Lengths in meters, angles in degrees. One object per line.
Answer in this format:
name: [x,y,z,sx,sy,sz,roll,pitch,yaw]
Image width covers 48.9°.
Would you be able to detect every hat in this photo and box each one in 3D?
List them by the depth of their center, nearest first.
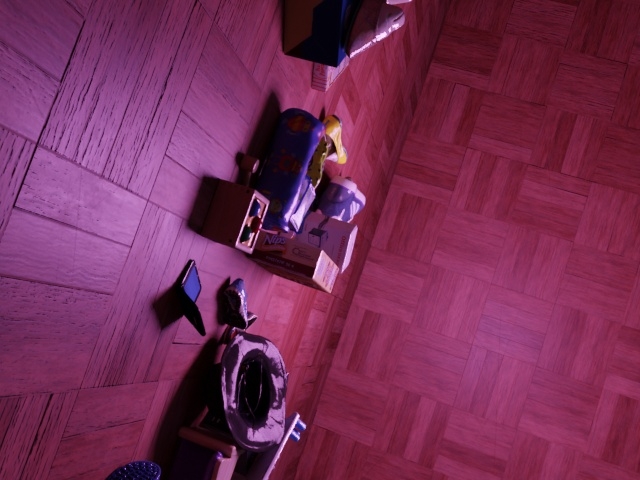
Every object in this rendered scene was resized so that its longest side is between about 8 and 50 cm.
hat: [-0.211,0.395,1.811,0.331,0.133,0.331,42,41,-53]

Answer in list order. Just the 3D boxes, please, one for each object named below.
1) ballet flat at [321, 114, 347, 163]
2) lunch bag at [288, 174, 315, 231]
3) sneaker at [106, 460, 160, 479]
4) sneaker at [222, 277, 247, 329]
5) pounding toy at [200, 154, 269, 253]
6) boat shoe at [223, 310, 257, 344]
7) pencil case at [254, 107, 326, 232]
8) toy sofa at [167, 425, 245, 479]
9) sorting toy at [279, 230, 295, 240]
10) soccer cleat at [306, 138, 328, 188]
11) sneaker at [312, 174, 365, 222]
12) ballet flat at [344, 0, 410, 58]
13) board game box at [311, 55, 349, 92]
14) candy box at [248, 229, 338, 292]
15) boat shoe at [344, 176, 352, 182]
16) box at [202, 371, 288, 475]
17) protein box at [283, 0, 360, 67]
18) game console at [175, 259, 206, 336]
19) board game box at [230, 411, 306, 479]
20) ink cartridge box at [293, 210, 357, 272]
ballet flat: [0.030,-0.295,2.161,0.077,0.077,0.231,-46,156,-17]
lunch bag: [-0.084,-0.117,1.842,0.129,0.096,0.151,-64,151,-25]
sneaker: [-0.399,0.520,1.370,0.232,0.081,0.091,-30,139,-63]
sneaker: [-0.202,0.160,1.763,0.162,0.063,0.073,96,14,-44]
pounding toy: [-0.158,-0.081,1.540,0.181,0.094,0.206,39,70,-77]
boat shoe: [-0.213,0.232,1.859,0.137,0.043,0.049,-53,159,-54]
pencil case: [-0.086,-0.166,1.692,0.133,0.119,0.306,144,-33,-75]
toy sofa: [-0.324,0.643,1.691,0.177,0.150,0.363,33,75,-74]
sorting toy: [-0.091,-0.019,2.052,0.075,0.044,0.083,80,29,-77]
soccer cleat: [-0.019,-0.211,2.073,0.072,0.060,0.179,111,-1,-77]
sneaker: [0.048,-0.078,2.410,0.323,0.130,0.236,48,65,-78]
ballet flat: [0.148,-0.537,1.579,0.107,0.106,0.316,70,39,-69]
board game box: [0.036,-0.512,1.914,0.193,0.045,0.147,-58,162,-48]
candy box: [-0.066,0.063,1.940,0.316,0.182,0.088,52,57,-75]
boat shoe: [0.085,-0.177,2.594,0.049,0.056,0.152,-65,176,-52]
box: [-0.211,0.491,1.986,0.270,0.143,0.165,-57,161,-49]
protein box: [0.019,-0.537,1.586,0.200,0.135,0.201,95,18,-45]
game console: [-0.254,0.121,1.464,0.071,0.107,0.122,-35,151,-22]
board game box: [-0.227,0.699,1.960,0.390,0.050,0.390,-41,-171,35]
ink cartridge box: [0.000,0.000,2.123,0.082,0.190,0.140,-46,151,-64]
